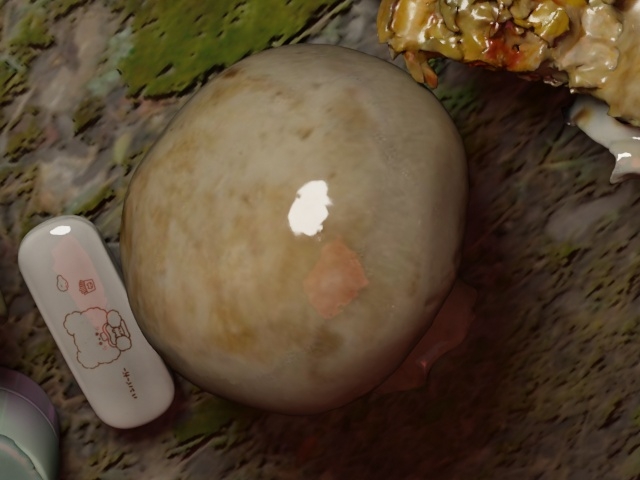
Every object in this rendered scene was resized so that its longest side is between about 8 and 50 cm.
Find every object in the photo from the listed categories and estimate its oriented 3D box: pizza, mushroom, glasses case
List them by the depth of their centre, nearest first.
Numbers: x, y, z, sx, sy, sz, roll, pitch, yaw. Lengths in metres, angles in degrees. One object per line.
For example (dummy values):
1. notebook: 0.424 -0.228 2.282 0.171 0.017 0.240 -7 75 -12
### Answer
1. pizza: 0.170 -0.173 1.365 0.251 0.074 0.287 -24 85 12
2. mushroom: 0.000 0.000 1.455 0.297 0.297 0.290 -47 141 10
3. glasses case: -0.187 0.069 1.541 0.074 0.049 0.193 -24 106 3

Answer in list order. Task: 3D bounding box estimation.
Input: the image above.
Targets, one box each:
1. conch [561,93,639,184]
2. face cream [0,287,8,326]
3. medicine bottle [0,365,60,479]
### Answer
1. conch: 0.337 -0.103 1.470 0.149 0.275 0.183 -49 61 32
2. face cream: -0.333 -0.083 1.424 0.137 0.084 0.341 -22 79 3
3. medicine bottle: -0.279 0.185 1.507 0.135 0.168 0.135 -1 108 -3
